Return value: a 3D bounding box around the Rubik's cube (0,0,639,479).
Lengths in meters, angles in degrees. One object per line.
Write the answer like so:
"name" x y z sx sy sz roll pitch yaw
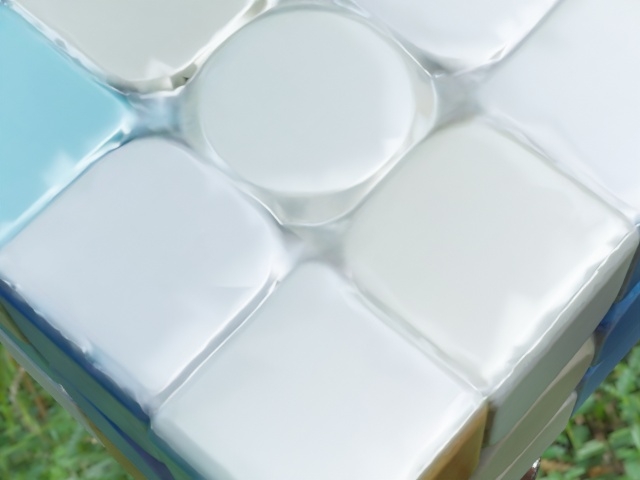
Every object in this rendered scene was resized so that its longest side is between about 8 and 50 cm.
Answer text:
"Rubik's cube" 0.000 0.000 0.793 0.347 0.346 0.344 -45 -20 -14

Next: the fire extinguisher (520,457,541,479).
"fire extinguisher" 0.091 0.166 1.074 0.049 0.173 0.035 103 -175 -55
